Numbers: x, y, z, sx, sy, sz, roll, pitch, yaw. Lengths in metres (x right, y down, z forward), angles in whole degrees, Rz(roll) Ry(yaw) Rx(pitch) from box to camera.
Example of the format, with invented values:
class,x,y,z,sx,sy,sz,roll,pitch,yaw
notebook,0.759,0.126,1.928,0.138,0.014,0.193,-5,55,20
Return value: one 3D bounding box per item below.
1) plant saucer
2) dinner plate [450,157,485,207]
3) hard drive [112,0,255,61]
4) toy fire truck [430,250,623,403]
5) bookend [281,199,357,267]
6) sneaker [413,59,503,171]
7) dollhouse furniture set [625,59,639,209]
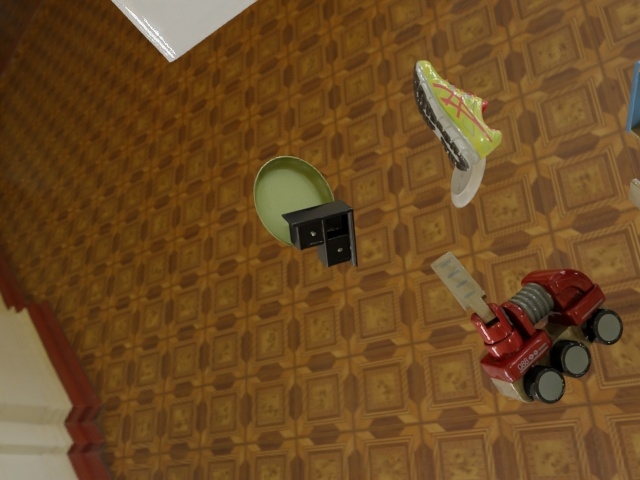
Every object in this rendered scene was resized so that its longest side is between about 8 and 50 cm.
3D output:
class,x,y,z,sx,sy,sz,roll,pitch,yaw
plant saucer,-0.069,-0.093,1.450,0.037,0.241,0.240,-24,56,50
dinner plate,0.306,-0.139,1.226,0.141,0.017,0.141,-167,90,-78
hard drive,-0.176,-0.346,0.530,0.210,0.318,0.040,-25,38,26
toy fire truck,0.319,0.105,0.943,0.217,0.246,0.158,-37,8,-15
bookend,0.000,0.000,1.390,0.072,0.157,0.156,-137,37,-58
sneaker,0.223,-0.216,0.950,0.094,0.081,0.208,-27,74,1
dollhouse furniture set,0.642,-0.139,0.875,0.198,0.303,0.286,-22,43,1
